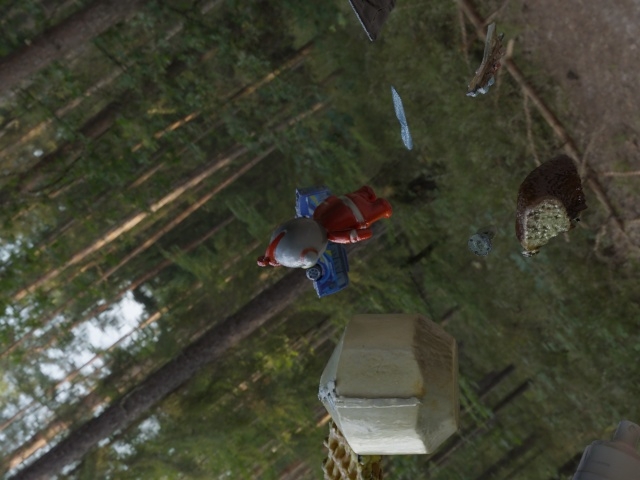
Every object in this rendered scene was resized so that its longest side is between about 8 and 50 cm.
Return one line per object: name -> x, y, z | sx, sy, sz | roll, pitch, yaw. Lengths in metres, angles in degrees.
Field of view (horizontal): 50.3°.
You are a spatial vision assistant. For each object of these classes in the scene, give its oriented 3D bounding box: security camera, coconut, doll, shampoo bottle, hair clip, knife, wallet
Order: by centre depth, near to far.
shampoo bottle -> 0.358, 0.375, 0.890 | 0.092, 0.303, 0.092 | 28, 155, 14
doll -> 0.002, -0.016, 1.163 | 0.142, 0.245, 0.076 | 43, 160, 51
hair clip -> 0.344, -0.360, 1.400 | 0.056, 0.214, 0.062 | 38, 147, -26
coconut -> 0.143, 0.299, 1.440 | 0.323, 0.323, 0.323 | 51, 178, 3
wallet -> 0.100, -0.599, 1.448 | 0.247, 0.041, 0.323 | 56, -141, -31
security camera -> 0.373, -0.006, 1.543 | 0.058, 0.058, 0.092 | 51, -143, 2
knife -> 0.200, -0.297, 1.672 | 0.044, 0.019, 0.313 | 50, 178, 21

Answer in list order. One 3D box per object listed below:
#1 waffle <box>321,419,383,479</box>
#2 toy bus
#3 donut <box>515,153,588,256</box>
waffle -> 0.080, 0.580, 1.669 | 0.382, 0.095, 0.380 | 108, 165, -52
toy bus -> 0.002, 0.000, 1.461 | 0.079, 0.094, 0.237 | -95, -7, -72
donut -> 0.459, -0.081, 1.404 | 0.144, 0.186, 0.126 | 56, 170, 46
